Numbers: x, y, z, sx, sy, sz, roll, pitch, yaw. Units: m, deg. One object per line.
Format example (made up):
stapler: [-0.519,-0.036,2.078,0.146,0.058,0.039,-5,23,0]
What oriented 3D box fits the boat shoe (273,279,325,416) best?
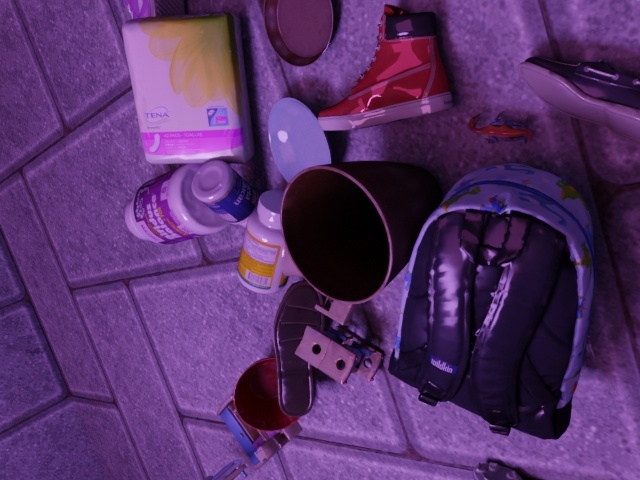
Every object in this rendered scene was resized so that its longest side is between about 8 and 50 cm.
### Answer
boat shoe: [-0.057,0.231,1.267,0.104,0.111,0.307,-122,39,-79]

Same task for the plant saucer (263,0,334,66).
plant saucer: [-0.034,-0.398,1.011,0.169,0.029,0.168,20,122,37]

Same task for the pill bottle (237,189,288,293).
pill bottle: [-0.106,0.002,1.204,0.118,0.118,0.208,37,131,26]

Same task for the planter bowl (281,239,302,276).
planter bowl: [0.000,0.000,1.090,0.109,0.162,0.162,12,120,11]

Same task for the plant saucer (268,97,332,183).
plant saucer: [-0.030,-0.182,1.089,0.195,0.038,0.194,35,137,40]

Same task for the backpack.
backpack: [0.251,0.068,0.814,0.290,0.273,0.355,16,140,30]

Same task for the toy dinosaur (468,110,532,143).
toy dinosaur: [0.257,-0.165,0.818,0.082,0.090,0.047,5,98,9]

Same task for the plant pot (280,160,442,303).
plant pot: [0.093,-0.041,0.911,0.215,0.230,0.215,21,122,37]

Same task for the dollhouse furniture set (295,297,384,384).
dollhouse furniture set: [0.065,0.177,1.147,0.129,0.129,0.183,27,96,32]

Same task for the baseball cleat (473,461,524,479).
baseball cleat: [0.368,0.479,1.011,0.206,0.072,0.109,16,126,43]

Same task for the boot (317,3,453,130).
boot: [0.086,-0.275,0.918,0.244,0.088,0.176,-6,103,39]

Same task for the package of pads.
package of pads: [-0.268,-0.306,1.164,0.229,0.101,0.296,1,112,11]

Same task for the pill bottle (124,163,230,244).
pill bottle: [-0.348,-0.079,1.361,0.302,0.169,0.169,-12,101,46]

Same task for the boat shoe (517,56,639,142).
boat shoe: [0.354,-0.195,0.728,0.206,0.075,0.065,38,88,32]

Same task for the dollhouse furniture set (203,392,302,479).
dollhouse furniture set: [-0.263,0.546,1.478,0.198,0.303,0.286,49,135,14]

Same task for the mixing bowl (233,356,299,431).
mixing bowl: [-0.121,0.357,1.373,0.098,0.182,0.181,-147,39,-78]

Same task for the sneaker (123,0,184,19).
sneaker: [-0.375,-0.474,1.260,0.161,0.102,0.281,24,114,39]

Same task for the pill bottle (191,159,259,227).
pill bottle: [-0.188,-0.091,1.203,0.094,0.169,0.094,-10,64,21]
